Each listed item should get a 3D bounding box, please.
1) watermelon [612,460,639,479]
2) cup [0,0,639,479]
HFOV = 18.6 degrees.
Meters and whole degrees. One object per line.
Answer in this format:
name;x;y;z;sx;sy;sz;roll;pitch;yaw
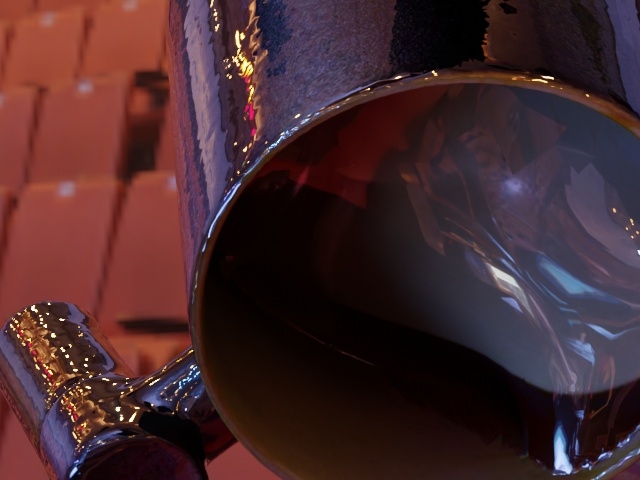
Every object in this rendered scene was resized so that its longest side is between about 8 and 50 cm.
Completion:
watermelon;0.177;0.032;1.030;0.212;0.212;0.212;-3;-1;0
cup;0.017;0.004;0.593;0.166;0.239;0.177;25;27;-16
